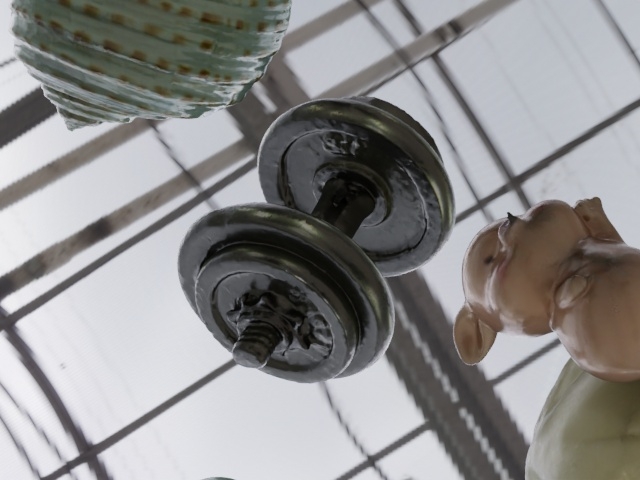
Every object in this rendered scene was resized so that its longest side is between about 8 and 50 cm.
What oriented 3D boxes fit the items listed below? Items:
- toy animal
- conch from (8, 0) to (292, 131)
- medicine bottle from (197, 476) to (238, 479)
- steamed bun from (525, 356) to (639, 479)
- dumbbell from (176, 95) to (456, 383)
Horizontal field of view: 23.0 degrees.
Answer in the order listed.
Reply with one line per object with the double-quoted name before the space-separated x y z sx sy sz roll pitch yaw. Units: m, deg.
"toy animal" 0.131 0.031 0.826 0.083 0.150 0.089 -20 -58 -36
"conch" -0.122 -0.153 1.039 0.172 0.200 0.131 31 -143 12
"medicine bottle" -0.090 0.218 0.982 0.074 0.218 0.074 2 -78 12
"steamed bun" 0.261 0.119 0.948 0.289 0.203 0.276 -37 -63 -7
"dumbbell" 0.000 0.000 1.331 0.192 0.192 0.290 39 -130 -8
